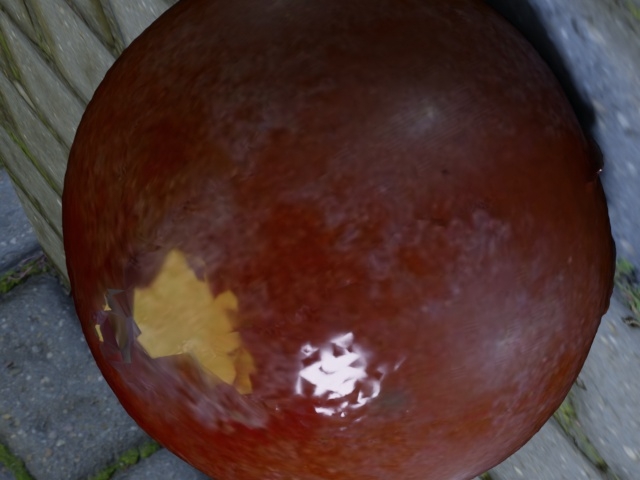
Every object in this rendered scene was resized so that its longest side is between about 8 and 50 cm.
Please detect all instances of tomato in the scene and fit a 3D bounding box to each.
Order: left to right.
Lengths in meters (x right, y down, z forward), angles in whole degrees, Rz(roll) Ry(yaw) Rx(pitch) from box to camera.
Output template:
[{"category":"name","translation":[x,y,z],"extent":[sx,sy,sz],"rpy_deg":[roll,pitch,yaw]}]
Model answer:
[{"category":"tomato","translation":[0.000,0.000,0.923],"extent":[0.265,0.265,0.265],"rpy_deg":[53,166,19]}]
